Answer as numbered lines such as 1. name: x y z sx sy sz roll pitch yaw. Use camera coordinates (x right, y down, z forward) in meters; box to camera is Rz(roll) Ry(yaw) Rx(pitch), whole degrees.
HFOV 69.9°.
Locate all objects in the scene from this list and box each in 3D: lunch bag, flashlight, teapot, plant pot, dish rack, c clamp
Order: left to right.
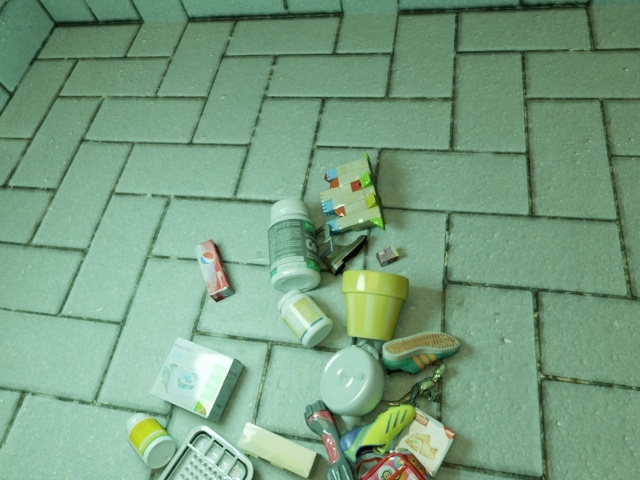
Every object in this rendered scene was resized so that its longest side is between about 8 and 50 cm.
1. dish rack: -0.411 0.855 1.589 0.285 0.072 0.333 27 70 22
2. c clamp: 0.000 0.000 1.958 0.160 0.022 0.137 -25 58 50
3. flashlight: 0.026 0.684 1.525 0.103 0.103 0.304 -44 33 13
4. teapot: 0.135 0.510 1.621 0.256 0.187 0.252 -47 35 4
5. plant pot: 0.195 0.250 1.723 0.253 0.254 0.239 5 77 13
6. lunch bag: 0.215 0.802 1.434 0.293 0.120 0.258 -48 65 10

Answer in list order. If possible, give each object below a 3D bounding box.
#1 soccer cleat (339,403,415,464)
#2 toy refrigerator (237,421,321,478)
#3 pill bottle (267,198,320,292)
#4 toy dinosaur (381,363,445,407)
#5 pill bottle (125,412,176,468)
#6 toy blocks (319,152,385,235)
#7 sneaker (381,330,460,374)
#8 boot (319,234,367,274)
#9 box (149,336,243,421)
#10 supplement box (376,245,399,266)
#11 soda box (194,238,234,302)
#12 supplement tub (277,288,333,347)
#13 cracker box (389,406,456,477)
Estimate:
1. soccer cleat: 0.201 0.632 1.489 0.288 0.094 0.121 -17 36 -21
2. toy refrigerator: -0.143 0.732 1.590 0.269 0.102 0.094 17 66 18
3. pill bottle: -0.116 0.019 1.916 0.204 0.204 0.362 -10 61 5
4. toy dinosaur: 0.349 0.538 1.614 0.268 0.118 0.064 -29 104 -4
5. pill bottle: -0.620 0.714 1.654 0.208 0.118 0.118 18 64 44
6. toy blocks: 0.121 -0.184 2.016 0.260 0.190 0.382 -17 69 16
7. sneaker: 0.364 0.418 1.678 0.301 0.121 0.108 -5 30 -12
8. boot: 0.097 0.034 1.940 0.106 0.082 0.219 39 76 23
9. box: -0.465 0.527 1.749 0.261 0.127 0.231 16 67 19
10. supplement box: 0.280 0.066 1.910 0.083 0.043 0.055 -22 60 -3
11. soda box: -0.465 0.129 1.989 0.092 0.083 0.264 -25 60 -4
12. supplement tub: -0.062 0.299 1.787 0.144 0.144 0.200 -39 62 -11
13. cracker box: 0.331 0.707 1.536 0.155 0.067 0.232 27 69 24
